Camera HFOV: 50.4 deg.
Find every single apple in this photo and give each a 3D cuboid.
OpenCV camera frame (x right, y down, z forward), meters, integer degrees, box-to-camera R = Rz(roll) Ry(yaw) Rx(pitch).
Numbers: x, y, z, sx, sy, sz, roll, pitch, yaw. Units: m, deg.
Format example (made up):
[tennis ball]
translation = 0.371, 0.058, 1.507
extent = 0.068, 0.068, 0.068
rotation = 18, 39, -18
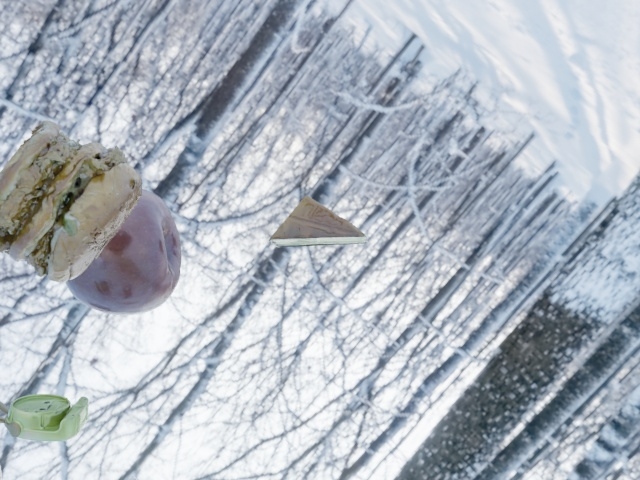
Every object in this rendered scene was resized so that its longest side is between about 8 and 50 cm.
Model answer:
[apple]
translation = -0.438, 0.021, 1.491
extent = 0.306, 0.235, 0.305
rotation = -8, -90, -90

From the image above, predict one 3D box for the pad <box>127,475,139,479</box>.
[pad]
translation = -0.379, 0.491, 1.218
extent = 0.004, 0.156, 0.232
rotation = 49, 156, -6

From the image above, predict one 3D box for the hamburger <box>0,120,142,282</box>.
[hamburger]
translation = -0.420, -0.073, 1.108
extent = 0.211, 0.245, 0.260
rotation = 36, -126, -16

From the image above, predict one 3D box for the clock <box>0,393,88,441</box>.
[clock]
translation = -0.709, 0.436, 1.700
extent = 0.232, 0.069, 0.170
rotation = 5, -173, -6

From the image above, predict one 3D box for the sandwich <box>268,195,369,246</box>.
[sandwich]
translation = 0.000, 0.000, 1.630
extent = 0.187, 0.144, 0.117
rotation = 33, 178, 13
